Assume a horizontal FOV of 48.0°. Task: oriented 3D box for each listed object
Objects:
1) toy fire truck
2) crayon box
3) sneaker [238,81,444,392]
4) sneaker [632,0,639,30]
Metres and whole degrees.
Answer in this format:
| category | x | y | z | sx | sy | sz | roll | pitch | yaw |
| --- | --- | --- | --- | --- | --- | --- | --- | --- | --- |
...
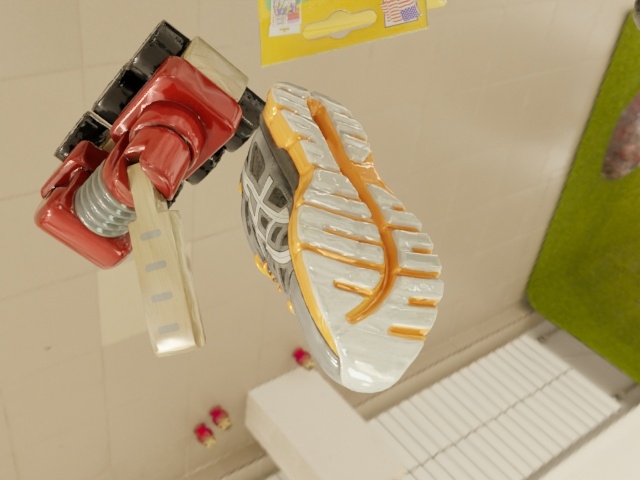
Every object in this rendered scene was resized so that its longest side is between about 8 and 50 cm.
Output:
| category | x | y | z | sx | sy | sz | roll | pitch | yaw |
| --- | --- | --- | --- | --- | --- | --- | --- | --- | --- |
| toy fire truck | -0.155 | -0.026 | 0.611 | 0.158 | 0.246 | 0.217 | 38 | 131 | -22 |
| crayon box | 0.028 | -0.361 | 0.817 | 0.083 | 0.203 | 0.322 | 9 | 76 | -64 |
| sneaker | 0.000 | 0.000 | 0.398 | 0.084 | 0.214 | 0.083 | 18 | 125 | -26 |
| sneaker | 0.307 | -0.252 | 0.536 | 0.228 | 0.087 | 0.130 | -36 | 106 | -8 |
